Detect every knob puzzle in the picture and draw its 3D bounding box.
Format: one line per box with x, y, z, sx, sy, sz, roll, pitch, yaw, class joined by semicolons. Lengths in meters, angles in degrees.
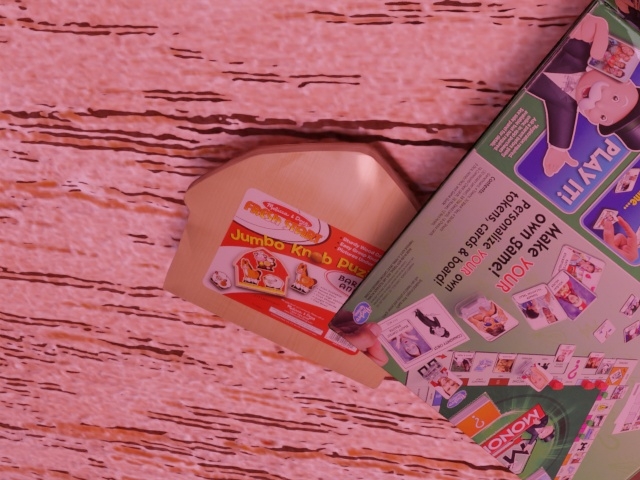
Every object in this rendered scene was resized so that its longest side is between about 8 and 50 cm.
0.000;0.000;1.102;0.213;0.030;0.213;10;132;11;knob puzzle

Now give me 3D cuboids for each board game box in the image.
0.166;0.019;0.981;0.213;0.046;0.317;39;132;0;board game box

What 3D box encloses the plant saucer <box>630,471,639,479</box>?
0.310;0.137;1.066;0.278;0.041;0.278;15;136;15;plant saucer
